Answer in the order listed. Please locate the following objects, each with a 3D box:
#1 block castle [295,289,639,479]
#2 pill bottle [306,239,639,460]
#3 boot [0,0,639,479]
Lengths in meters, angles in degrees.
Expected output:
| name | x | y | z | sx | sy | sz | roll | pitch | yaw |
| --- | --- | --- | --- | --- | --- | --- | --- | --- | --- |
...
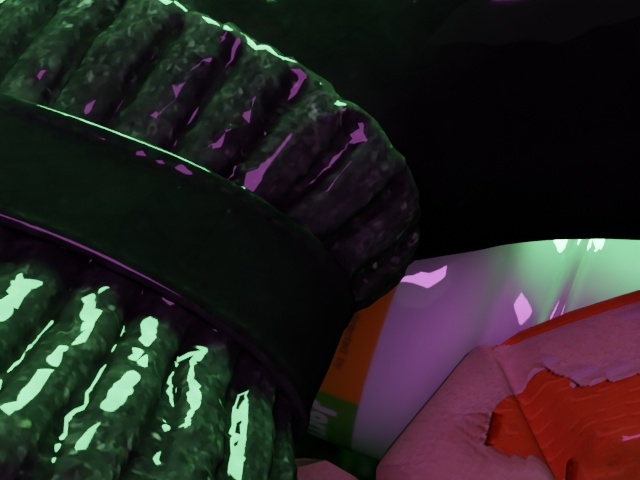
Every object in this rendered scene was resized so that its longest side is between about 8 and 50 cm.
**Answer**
| name | x | y | z | sx | sy | sz | roll | pitch | yaw |
| --- | --- | --- | --- | --- | --- | --- | --- | --- | --- |
| block castle | 0.207 | 0.165 | 0.502 | 0.453 | 0.213 | 0.303 | -18 | 42 | -1 |
| pill bottle | 0.000 | 0.000 | 0.646 | 0.245 | 0.136 | 0.136 | 20 | 77 | 9 |
| boot | 0.011 | 0.002 | 0.462 | 0.347 | 0.131 | 0.260 | 3 | 41 | 9 |
